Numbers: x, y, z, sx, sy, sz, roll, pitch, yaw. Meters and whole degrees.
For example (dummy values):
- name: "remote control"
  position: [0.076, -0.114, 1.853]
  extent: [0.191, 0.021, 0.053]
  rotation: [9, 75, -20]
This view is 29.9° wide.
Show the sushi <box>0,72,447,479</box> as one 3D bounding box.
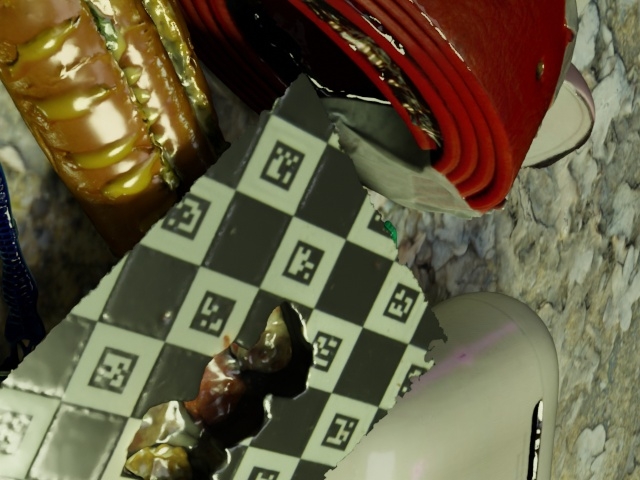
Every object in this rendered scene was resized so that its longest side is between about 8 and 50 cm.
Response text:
- name: "sushi"
  position: [-0.066, 0.078, 0.762]
  extent: [0.290, 0.050, 0.264]
  rotation: [-45, 131, -15]

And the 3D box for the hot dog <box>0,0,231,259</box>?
- name: "hot dog"
  position: [-0.114, -0.087, 0.683]
  extent: [0.115, 0.072, 0.269]
  rotation: [-63, 144, -31]

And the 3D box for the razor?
- name: "razor"
  position: [-0.177, 0.009, 0.666]
  extent: [0.028, 0.044, 0.155]
  rotation: [-75, 160, -63]

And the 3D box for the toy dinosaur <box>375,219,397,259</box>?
- name: "toy dinosaur"
  position: [0.000, 0.000, 0.850]
  extent: [0.096, 0.132, 0.059]
  rotation: [44, 58, -2]

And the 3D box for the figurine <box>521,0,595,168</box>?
- name: "figurine"
  position: [0.206, -0.247, 0.974]
  extent: [0.316, 0.206, 0.284]
  rotation: [-67, 156, -20]

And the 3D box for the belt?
- name: "belt"
  position: [0.030, -0.138, 0.728]
  extent: [0.324, 0.227, 0.115]
  rotation: [48, 65, -45]

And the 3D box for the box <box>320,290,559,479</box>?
- name: "box"
  position: [0.080, 0.208, 1.004]
  extent: [0.349, 0.141, 0.289]
  rotation: [-20, 117, -50]
